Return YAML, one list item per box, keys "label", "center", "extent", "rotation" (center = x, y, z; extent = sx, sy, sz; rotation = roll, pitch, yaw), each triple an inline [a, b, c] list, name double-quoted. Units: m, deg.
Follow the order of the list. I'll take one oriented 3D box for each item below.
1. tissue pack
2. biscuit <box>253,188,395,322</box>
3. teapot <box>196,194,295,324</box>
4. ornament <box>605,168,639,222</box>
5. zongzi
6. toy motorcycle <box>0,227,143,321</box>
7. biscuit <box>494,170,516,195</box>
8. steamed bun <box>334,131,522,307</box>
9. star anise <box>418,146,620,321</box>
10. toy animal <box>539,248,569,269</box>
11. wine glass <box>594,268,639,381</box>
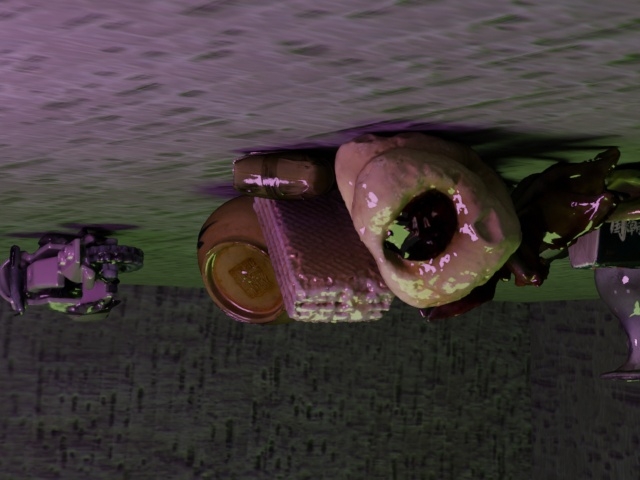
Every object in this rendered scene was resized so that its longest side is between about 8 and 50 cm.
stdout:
- label: "tissue pack"
  center: [0.398, -0.012, 1.754]
  extent: [0.170, 0.103, 0.090]
  rotation: [3, -179, -20]
- label: "biscuit"
  center: [0.000, 0.000, 1.459]
  extent: [0.108, 0.061, 0.239]
  rotation: [0, -146, -15]
- label: "teapot"
  center: [-0.048, 0.002, 1.752]
  extent: [0.269, 0.173, 0.182]
  rotation: [-35, -170, 37]
- label: "ornament"
  center: [0.416, -0.050, 1.599]
  extent: [0.201, 0.059, 0.180]
  rotation: [-1, 178, -9]
- label: "zongzi"
  center: [-0.026, -0.071, 1.462]
  extent: [0.104, 0.052, 0.113]
  rotation: [6, -169, 28]
- label: "toy motorcycle"
  center: [-0.413, 0.055, 2.268]
  extent: [0.188, 0.143, 0.327]
  rotation: [3, 167, -25]
- label: "biscuit"
  center: [0.125, -0.059, 1.601]
  extent: [0.187, 0.036, 0.273]
  rotation: [-2, 174, 17]
- label: "steamed bun"
  center: [0.085, -0.037, 1.335]
  extent: [0.141, 0.172, 0.155]
  rotation: [-42, 126, 19]
- label: "star anise"
  center: [0.193, 0.003, 1.436]
  extent: [0.288, 0.088, 0.288]
  rotation: [-34, -171, 6]
- label: "toy animal"
  center: [0.286, -0.015, 1.819]
  extent: [0.225, 0.093, 0.121]
  rotation: [6, 163, -37]
- label: "wine glass"
  center: [0.468, 0.089, 2.070]
  extent: [0.126, 0.241, 0.126]
  rotation: [1, 174, 0]
